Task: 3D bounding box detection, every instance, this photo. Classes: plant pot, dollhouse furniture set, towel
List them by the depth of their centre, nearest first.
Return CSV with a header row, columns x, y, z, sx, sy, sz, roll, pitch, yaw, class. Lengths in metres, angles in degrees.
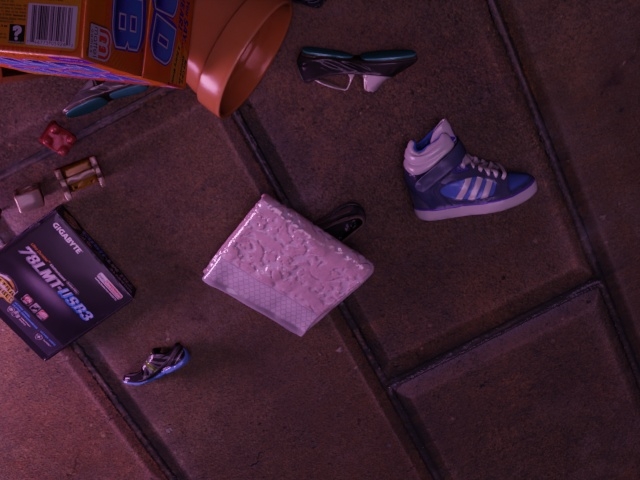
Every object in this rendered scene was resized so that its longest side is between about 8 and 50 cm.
x,y,z,sx,sy,sz,roll,pitch,yaw,class
-0.220,-0.442,1.543,0.203,0.291,0.291,34,103,0,plant pot
-0.718,-0.163,1.661,0.374,0.152,0.201,-24,111,-16,dollhouse furniture set
-0.087,0.075,1.790,0.332,0.053,0.317,33,123,-16,towel

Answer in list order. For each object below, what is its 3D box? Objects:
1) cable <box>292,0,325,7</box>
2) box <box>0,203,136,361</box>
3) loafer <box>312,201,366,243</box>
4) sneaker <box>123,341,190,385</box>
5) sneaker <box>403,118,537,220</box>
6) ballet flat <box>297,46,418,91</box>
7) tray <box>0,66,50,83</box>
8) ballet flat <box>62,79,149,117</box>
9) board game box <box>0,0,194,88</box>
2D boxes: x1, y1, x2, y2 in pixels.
x,y,z,sx,sy,sz,roll,pitch,yaw,class
-0.020,-0.622,1.616,0.151,0.047,0.184,-19,108,-5,cable
-0.668,0.109,1.781,0.293,0.073,0.295,-33,110,7,box
0.000,0.000,1.809,0.267,0.084,0.096,-37,109,7,loafer
-0.438,0.327,1.893,0.188,0.067,0.078,-27,89,5,sneaker
0.365,-0.191,1.759,0.323,0.130,0.236,-12,114,4,sneaker
0.086,-0.403,1.682,0.281,0.095,0.096,3,119,3,ballet flat
-0.649,-0.543,1.478,0.076,0.203,0.410,9,109,7,tray
-0.499,-0.349,1.650,0.213,0.072,0.068,-21,83,0,ballet flat
-0.464,-0.490,1.295,0.357,0.356,0.356,9,97,15,board game box
